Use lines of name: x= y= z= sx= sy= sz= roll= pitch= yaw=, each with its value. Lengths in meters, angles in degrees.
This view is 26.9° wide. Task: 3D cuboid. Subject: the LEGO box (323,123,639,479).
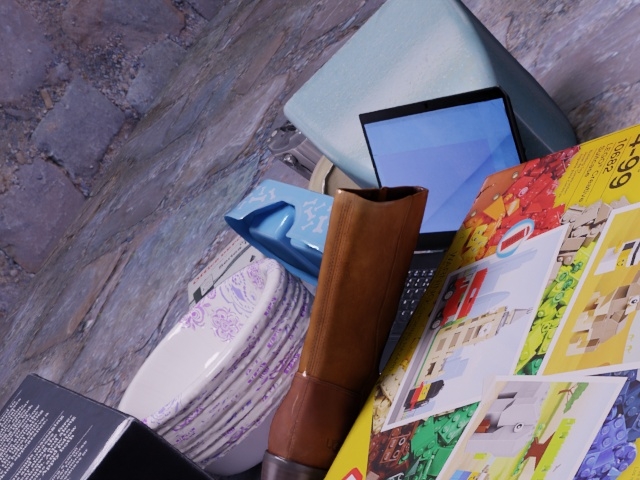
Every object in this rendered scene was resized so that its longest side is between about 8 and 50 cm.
LEGO box: x=0.200 y=0.154 z=0.970 sx=0.372 sy=0.193 sz=0.500 roll=-19 pitch=34 yaw=55

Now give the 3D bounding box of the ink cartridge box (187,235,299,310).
ink cartridge box: x=-0.110 y=0.079 z=1.920 sx=0.153 sy=0.087 sz=0.208 roll=-44 pitch=19 yaw=9

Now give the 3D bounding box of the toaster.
toaster: x=0.038 y=-0.174 z=1.996 sx=0.129 sy=0.146 sz=0.227 roll=-12 pitch=41 yaw=58

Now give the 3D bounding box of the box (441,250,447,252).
box: x=0.157 y=0.078 z=1.372 sx=0.147 sy=0.077 sz=0.180 roll=-40 pitch=22 yaw=21

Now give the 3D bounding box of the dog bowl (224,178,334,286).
dog bowl: x=0.000 y=0.000 z=1.666 sx=0.297 sy=0.166 sz=0.074 roll=18 pitch=71 yaw=55

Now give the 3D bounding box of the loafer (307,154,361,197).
loafer: x=0.081 y=-0.126 z=1.885 sx=0.268 sy=0.102 sz=0.092 roll=-53 pitch=14 yaw=-16

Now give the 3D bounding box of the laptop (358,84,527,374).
laptop: x=0.091 y=0.006 z=1.308 sx=0.234 sy=0.136 sz=0.264 roll=-5 pitch=51 yaw=57

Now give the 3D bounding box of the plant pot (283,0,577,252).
plant pot: x=0.151 y=-0.118 z=1.541 sx=0.247 sy=0.248 sz=0.252 roll=-45 pitch=31 yaw=8

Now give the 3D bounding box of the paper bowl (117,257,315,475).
paper bowl: x=-0.104 y=0.170 z=1.623 sx=0.284 sy=0.148 sz=0.284 roll=-41 pitch=15 yaw=13

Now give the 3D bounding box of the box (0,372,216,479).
box: x=-0.207 y=0.319 z=1.363 sx=0.212 sy=0.293 sz=0.395 roll=-53 pitch=20 yaw=-15

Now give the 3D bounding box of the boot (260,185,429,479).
boot: x=0.039 y=0.085 z=1.173 sx=0.096 sy=0.264 sz=0.280 roll=15 pitch=96 yaw=29
